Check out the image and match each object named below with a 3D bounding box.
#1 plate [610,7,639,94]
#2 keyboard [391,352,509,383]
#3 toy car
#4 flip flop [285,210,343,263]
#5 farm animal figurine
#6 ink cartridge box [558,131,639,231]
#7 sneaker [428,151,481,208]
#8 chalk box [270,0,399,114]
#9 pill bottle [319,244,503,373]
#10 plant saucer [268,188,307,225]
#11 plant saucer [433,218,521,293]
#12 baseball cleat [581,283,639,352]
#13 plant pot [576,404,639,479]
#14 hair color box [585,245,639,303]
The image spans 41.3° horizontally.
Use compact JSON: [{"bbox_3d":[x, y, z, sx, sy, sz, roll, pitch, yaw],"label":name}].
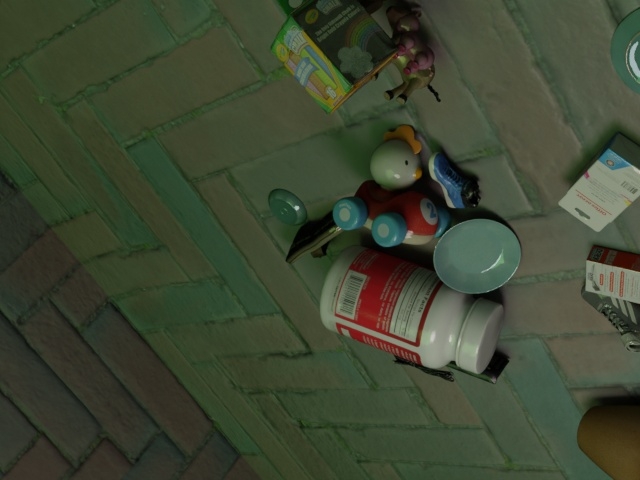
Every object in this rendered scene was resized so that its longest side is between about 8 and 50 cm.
[{"bbox_3d":[0.577,-0.307,1.419,0.188,0.024,0.188,24,141,21],"label":"plate"},{"bbox_3d":[0.300,0.285,2.139,0.317,0.201,0.033,18,119,23],"label":"keyboard"},{"bbox_3d":[0.175,-0.128,1.840,0.210,0.219,0.238,24,112,35],"label":"toy car"},{"bbox_3d":[0.000,0.000,2.180,0.080,0.112,0.277,36,141,-21],"label":"flip flop"},{"bbox_3d":[0.114,-0.450,1.560,0.326,0.172,0.330,35,153,26],"label":"farm animal figurine"},{"bbox_3d":[0.549,-0.108,1.619,0.104,0.061,0.181,36,143,4],"label":"ink cartridge box"},{"bbox_3d":[0.294,-0.128,1.816,0.084,0.058,0.152,7,138,43],"label":"sneaker"},{"bbox_3d":[0.007,-0.359,1.502,0.213,0.132,0.132,49,156,-1],"label":"chalk box"},{"bbox_3d":[0.221,0.172,2.054,0.407,0.229,0.229,19,139,25],"label":"pill bottle"},{"bbox_3d":[-0.091,-0.081,2.226,0.119,0.021,0.119,22,140,20],"label":"plant saucer"},{"bbox_3d":[0.350,0.029,1.908,0.194,0.037,0.195,0,120,1],"label":"plant saucer"},{"bbox_3d":[0.638,0.166,1.793,0.205,0.109,0.072,26,147,20],"label":"baseball cleat"},{"bbox_3d":[0.737,0.477,1.971,0.254,0.237,0.237,16,140,51],"label":"plant pot"},{"bbox_3d":[0.636,0.076,1.748,0.167,0.053,0.093,14,138,28],"label":"hair color box"}]
